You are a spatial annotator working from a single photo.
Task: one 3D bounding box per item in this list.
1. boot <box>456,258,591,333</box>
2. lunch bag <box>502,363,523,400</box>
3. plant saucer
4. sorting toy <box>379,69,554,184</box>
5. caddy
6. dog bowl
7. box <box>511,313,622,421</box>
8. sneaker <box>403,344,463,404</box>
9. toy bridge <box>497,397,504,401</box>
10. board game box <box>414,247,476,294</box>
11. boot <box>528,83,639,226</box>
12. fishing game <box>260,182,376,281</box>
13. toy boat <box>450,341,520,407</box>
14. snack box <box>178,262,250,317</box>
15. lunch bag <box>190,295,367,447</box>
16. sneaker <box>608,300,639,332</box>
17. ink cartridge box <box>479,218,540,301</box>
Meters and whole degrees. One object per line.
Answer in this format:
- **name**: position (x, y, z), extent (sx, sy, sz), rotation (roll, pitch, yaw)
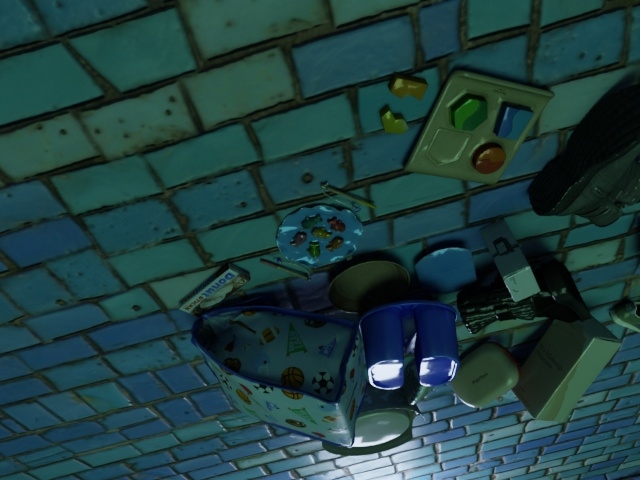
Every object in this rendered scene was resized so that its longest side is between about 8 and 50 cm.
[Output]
- **boot**: position (0.514, 0.160, 1.390), extent (0.260, 0.131, 0.348), rotation (-28, 146, 26)
- **lunch bag**: position (0.639, 0.445, 1.762), extent (0.129, 0.096, 0.151), rotation (21, 138, -31)
- **plant saucer**: position (0.112, 0.101, 1.301), extent (0.199, 0.036, 0.198), rotation (-7, 138, -7)
- **sorting toy**: position (0.246, -0.199, 0.998), extent (0.307, 0.041, 0.229), rotation (6, 135, -20)
- **caddy**: position (0.223, 0.252, 1.384), extent (0.242, 0.179, 0.341), rotation (-6, 151, 5)
- **dog bowl**: position (0.164, 0.590, 1.801), extent (0.349, 0.102, 0.348), rotation (-7, 138, -7)
- **box**: position (0.704, 0.363, 1.592), extent (0.121, 0.148, 0.311), rotation (12, 114, -25)
- **sneaker**: position (0.334, 0.403, 1.633), extent (0.115, 0.105, 0.281), rotation (5, 135, -19)
- **toy bridge**: position (0.597, 0.510, 1.846), extent (0.188, 0.063, 0.026), rotation (-1, 137, -10)
- **board game box**: position (0.297, 0.065, 1.310), extent (0.133, 0.033, 0.168), rotation (-15, 134, 11)
- **boot**: position (0.601, -0.160, 1.093), extent (0.223, 0.118, 0.338), rotation (5, 146, -23)
- **fishing game**: position (0.000, 0.000, 1.161), extent (0.189, 0.041, 0.264), rotation (24, 127, -30)
- **toy boat**: position (0.510, 0.403, 1.675), extent (0.151, 0.151, 0.231), rotation (-10, 149, -50)
- **snack box**: position (-0.241, 0.115, 1.240), extent (0.178, 0.022, 0.064), rotation (-37, 131, 26)
- **lunch bag**: position (-0.095, 0.309, 1.323), extent (0.386, 0.238, 0.327), rotation (7, 143, 16)
- **sneaker**: position (0.950, 0.223, 1.614), extent (0.192, 0.064, 0.086), rotation (15, 136, -23)
- **ink cartridge box**: position (0.424, 0.045, 1.225), extent (0.063, 0.150, 0.109), rotation (-27, 135, 16)
